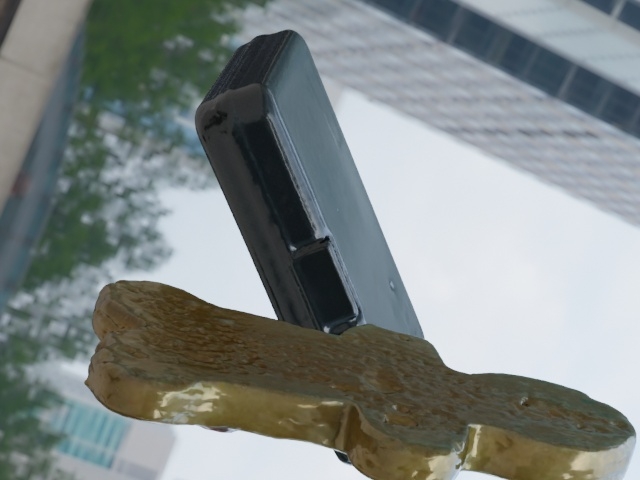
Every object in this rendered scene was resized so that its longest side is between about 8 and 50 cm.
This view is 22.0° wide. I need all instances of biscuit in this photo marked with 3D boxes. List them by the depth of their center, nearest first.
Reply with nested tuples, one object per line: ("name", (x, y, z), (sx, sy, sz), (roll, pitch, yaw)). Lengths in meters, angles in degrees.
("biscuit", (0.018, 0.067, 0.688), (0.153, 0.234, 0.030), (-101, -156, -73))

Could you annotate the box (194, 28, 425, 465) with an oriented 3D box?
("box", (0.000, 0.000, 0.956), (0.050, 0.230, 0.160), (-18, -162, 13))
